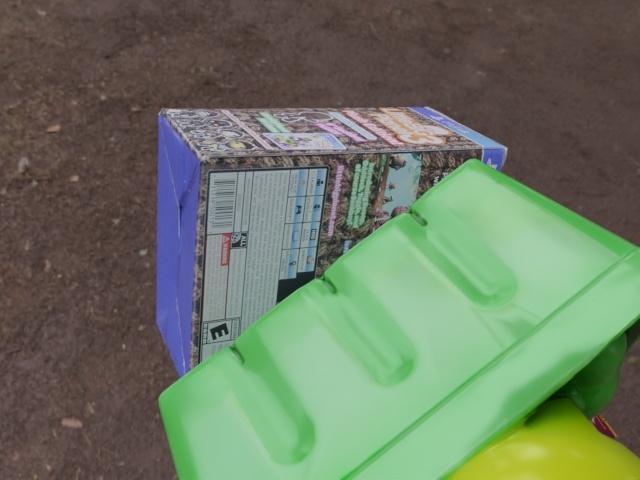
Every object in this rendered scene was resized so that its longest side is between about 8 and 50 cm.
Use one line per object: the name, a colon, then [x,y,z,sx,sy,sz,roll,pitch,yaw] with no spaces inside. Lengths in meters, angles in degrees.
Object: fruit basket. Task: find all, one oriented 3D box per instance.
fruit basket: [0.113,0.171,0.472,0.391,0.283,0.393,-4,67,10]

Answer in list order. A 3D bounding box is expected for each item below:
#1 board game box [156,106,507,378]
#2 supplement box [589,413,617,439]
board game box: [0.000,0.000,0.676,0.290,0.232,0.141,-5,28,-25]
supplement box: [0.348,0.303,1.051,0.188,0.104,0.081,3,46,-45]
